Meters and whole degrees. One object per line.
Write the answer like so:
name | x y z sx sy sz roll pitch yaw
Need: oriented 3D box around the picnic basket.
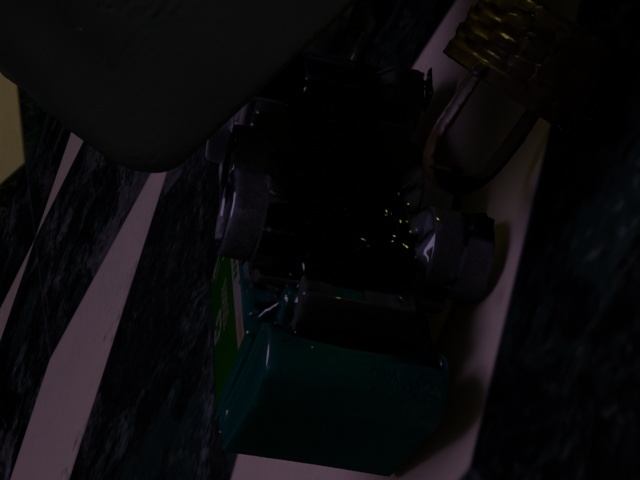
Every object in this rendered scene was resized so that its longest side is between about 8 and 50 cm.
picnic basket | 0.073 -0.054 0.571 0.083 0.072 0.072 -56 20 11

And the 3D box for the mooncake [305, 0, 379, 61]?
mooncake | -0.014 -0.144 0.928 0.130 0.073 0.125 -60 18 21

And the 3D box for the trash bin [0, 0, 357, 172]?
trash bin | -0.015 -0.219 0.643 0.223 0.158 0.343 -35 20 51

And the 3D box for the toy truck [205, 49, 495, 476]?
toy truck | 0.000 0.000 0.668 0.253 0.114 0.124 -101 25 -59
